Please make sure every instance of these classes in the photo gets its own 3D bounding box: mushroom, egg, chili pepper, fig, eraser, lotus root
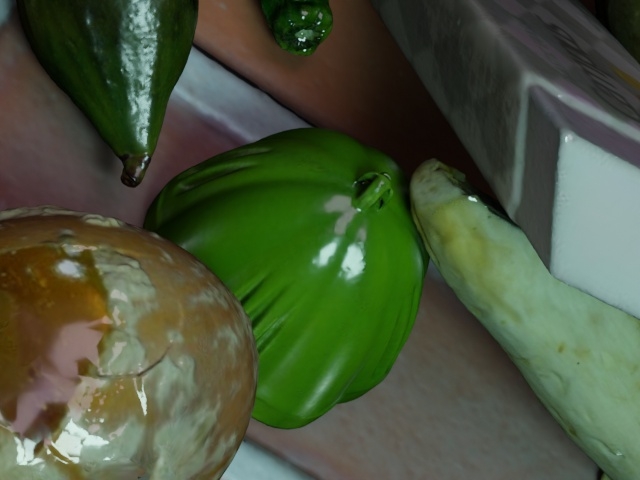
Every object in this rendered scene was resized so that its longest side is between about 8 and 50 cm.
[{"bbox_3d":[0.168,0.062,1.193,0.333,0.107,0.087,53,3,-35],"label":"mushroom"},{"bbox_3d":[-0.136,0.078,1.039,0.233,0.195,0.195,-11,73,-31],"label":"egg"},{"bbox_3d":[0.002,-0.199,1.340,0.073,0.050,0.182,34,52,-3],"label":"chili pepper"},{"bbox_3d":[-0.122,-0.120,1.202,0.117,0.117,0.178,-13,90,-33],"label":"fig"},{"bbox_3d":[0.149,-0.074,1.190,0.213,0.082,0.397,25,19,-24],"label":"eraser"},{"bbox_3d":[0.000,0.000,1.167,0.186,0.186,0.186,13,61,-24],"label":"lotus root"}]

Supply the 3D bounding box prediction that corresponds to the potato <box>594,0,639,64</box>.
[{"bbox_3d":[0.291,-0.208,1.324,0.219,0.359,0.270,-10,53,2],"label":"potato"}]
